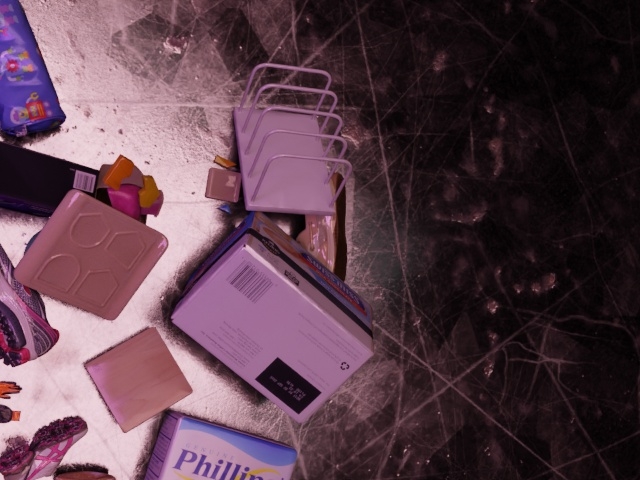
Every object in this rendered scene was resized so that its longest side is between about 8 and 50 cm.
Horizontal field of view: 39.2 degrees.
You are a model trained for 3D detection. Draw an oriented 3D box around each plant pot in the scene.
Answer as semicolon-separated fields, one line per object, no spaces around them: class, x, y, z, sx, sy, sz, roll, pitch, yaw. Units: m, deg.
plant pot;-0.411;-0.099;1.846;0.109;0.109;0.096;1;44;-19

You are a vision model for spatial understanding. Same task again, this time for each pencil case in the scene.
pencil case;-0.618;-0.352;1.792;0.133;0.119;0.306;-21;93;-10

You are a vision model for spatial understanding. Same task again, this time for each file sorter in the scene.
file sorter;-0.058;-0.217;1.894;0.193;0.173;0.277;4;52;-20

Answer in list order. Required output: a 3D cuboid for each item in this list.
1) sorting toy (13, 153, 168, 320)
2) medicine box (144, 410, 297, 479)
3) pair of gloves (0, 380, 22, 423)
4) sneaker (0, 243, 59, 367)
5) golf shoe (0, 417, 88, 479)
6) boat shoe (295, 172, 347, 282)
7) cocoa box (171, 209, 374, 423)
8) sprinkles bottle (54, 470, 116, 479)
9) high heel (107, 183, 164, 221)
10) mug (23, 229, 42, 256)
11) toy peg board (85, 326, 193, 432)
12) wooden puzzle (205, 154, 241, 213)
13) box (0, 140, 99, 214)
sorting toy;-0.412;-0.008;1.731;0.229;0.041;0.307;32;98;-36
medicine box;-0.224;0.525;1.843;0.263;0.149;0.289;20;80;-17
pair of gloves;-0.632;0.322;1.787;0.074;0.010;0.083;3;87;-21
sneaker;-0.620;0.096;1.768;0.112;0.121;0.299;-24;93;-49
golf shoe;-0.543;0.423;1.789;0.186;0.067;0.086;-31;123;-20
boat shoe;0.000;0.000;2.004;0.098;0.109;0.302;0;90;16
cocoa box;-0.088;0.149;1.844;0.347;0.228;0.231;41;108;-12
sprinkles bottle;-0.471;0.640;1.758;0.121;0.121;0.355;4;84;-19
high heel;-0.403;-0.006;1.803;0.117;0.082;0.244;4;129;-37
mug;-0.514;0.029;1.800;0.158;0.097;0.129;-35;115;-30
toy peg board;-0.375;0.292;1.859;0.161;0.079;0.160;-30;80;-20
wooden puzzle;-0.212;-0.123;1.976;0.079;0.014;0.116;17;80;-13
box;-0.583;-0.115;1.695;0.261;0.184;0.103;16;81;-49
